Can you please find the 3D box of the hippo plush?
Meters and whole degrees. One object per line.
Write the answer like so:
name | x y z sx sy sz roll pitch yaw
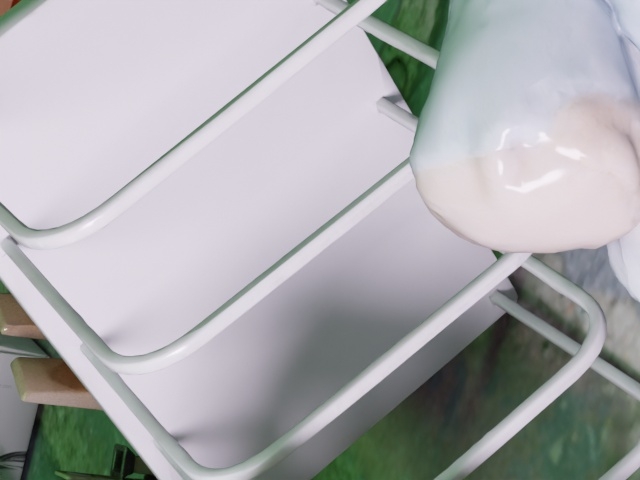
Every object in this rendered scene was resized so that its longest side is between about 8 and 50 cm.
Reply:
hippo plush | 0.164 -0.129 0.610 0.236 0.234 0.294 -29 64 60

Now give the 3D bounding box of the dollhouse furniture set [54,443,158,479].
dollhouse furniture set | -0.122 0.148 1.230 0.114 0.081 0.091 4 85 62

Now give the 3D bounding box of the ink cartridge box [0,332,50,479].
ink cartridge box | -0.304 0.165 1.559 0.160 0.092 0.219 32 109 61

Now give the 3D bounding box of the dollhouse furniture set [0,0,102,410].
dollhouse furniture set | -0.150 -0.062 1.204 0.262 0.135 0.259 -68 28 25

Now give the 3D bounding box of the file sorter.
file sorter | -0.007 0.015 0.798 0.193 0.278 0.173 -39 34 -10
